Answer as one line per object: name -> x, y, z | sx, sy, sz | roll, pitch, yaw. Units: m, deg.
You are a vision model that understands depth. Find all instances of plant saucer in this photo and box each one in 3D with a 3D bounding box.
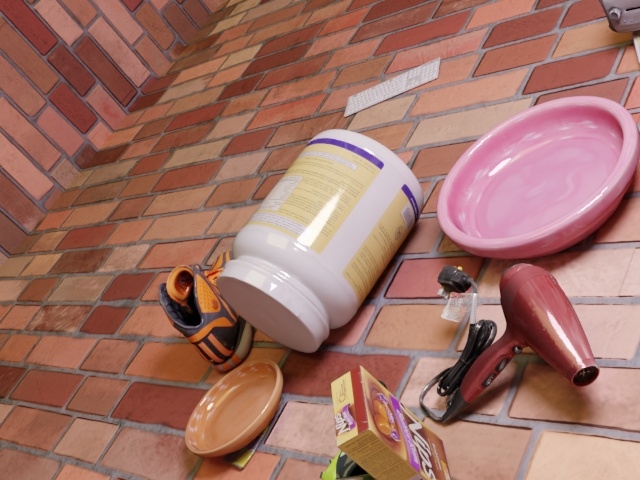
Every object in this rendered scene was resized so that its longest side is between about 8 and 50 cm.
plant saucer -> 0.345, -0.088, 1.328 | 0.332, 0.084, 0.332 | -28, 31, 19
plant saucer -> -0.139, 0.284, 1.410 | 0.200, 0.037, 0.200 | -32, 23, 16

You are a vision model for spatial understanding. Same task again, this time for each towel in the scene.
towel -> -0.122, 0.331, 1.372 | 0.060, 0.009, 0.083 | 4, 52, 52

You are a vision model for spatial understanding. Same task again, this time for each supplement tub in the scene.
supplement tub -> 0.000, 0.000, 1.445 | 0.241, 0.241, 0.331 | 5, 52, 51

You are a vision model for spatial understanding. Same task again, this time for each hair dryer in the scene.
hair dryer -> 0.251, 0.141, 1.110 | 0.293, 0.080, 0.223 | -4, 76, 61

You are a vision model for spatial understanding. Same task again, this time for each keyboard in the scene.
keyboard -> 0.164, -0.354, 1.961 | 0.256, 0.014, 0.072 | -19, 36, 34

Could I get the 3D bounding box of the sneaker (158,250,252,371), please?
sneaker -> -0.211, 0.087, 1.627 | 0.125, 0.180, 0.321 | -32, 31, 15

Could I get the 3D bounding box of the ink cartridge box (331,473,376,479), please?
ink cartridge box -> -0.025, 0.358, 1.061 | 0.219, 0.160, 0.092 | -22, 72, 31

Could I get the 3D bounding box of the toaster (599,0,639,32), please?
toaster -> 0.592, -0.461, 1.456 | 0.146, 0.129, 0.227 | 10, 54, 50

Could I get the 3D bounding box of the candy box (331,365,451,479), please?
candy box -> 0.092, 0.253, 1.053 | 0.053, 0.186, 0.109 | -33, 31, 18

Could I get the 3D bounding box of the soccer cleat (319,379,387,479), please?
soccer cleat -> 0.065, 0.281, 1.186 | 0.072, 0.060, 0.179 | 6, 59, 40

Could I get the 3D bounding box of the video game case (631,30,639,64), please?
video game case -> 0.645, -0.406, 1.471 | 0.206, 0.026, 0.227 | -23, 34, 28
